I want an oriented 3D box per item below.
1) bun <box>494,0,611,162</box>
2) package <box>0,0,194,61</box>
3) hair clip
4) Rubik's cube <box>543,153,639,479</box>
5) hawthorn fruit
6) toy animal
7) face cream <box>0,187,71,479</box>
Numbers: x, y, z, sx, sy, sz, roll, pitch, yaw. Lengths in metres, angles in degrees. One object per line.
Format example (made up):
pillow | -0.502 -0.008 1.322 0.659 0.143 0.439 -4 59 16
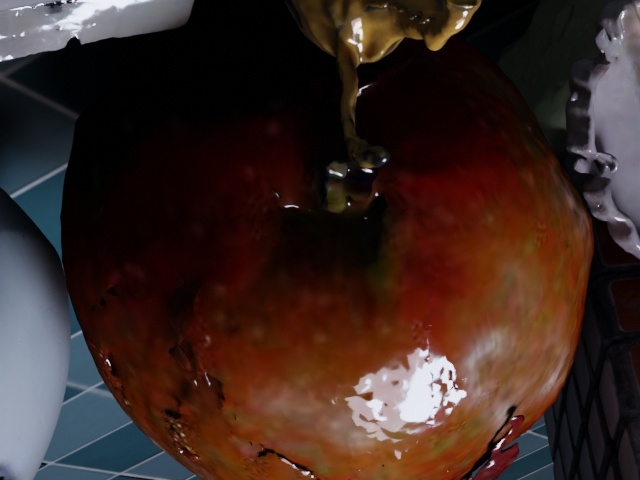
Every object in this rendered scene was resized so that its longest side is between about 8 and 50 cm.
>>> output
bun | 0.208 -0.085 1.162 0.259 0.160 0.259 -5 142 -4
package | -0.129 -0.172 0.754 0.203 0.062 0.251 -12 144 -25
hair clip | 0.191 -0.127 0.948 0.173 0.300 0.069 -25 -155 -16
Rubik's cube | 0.263 0.094 1.082 0.237 0.238 0.237 -4 142 -4
hawthorn fruit | -0.003 0.001 0.978 0.316 0.316 0.316 -19 160 -7
toy animal | 0.017 -0.121 0.832 0.114 0.255 0.116 8 138 2
face cream | -0.278 0.085 0.975 0.312 0.219 0.357 -37 164 -16
